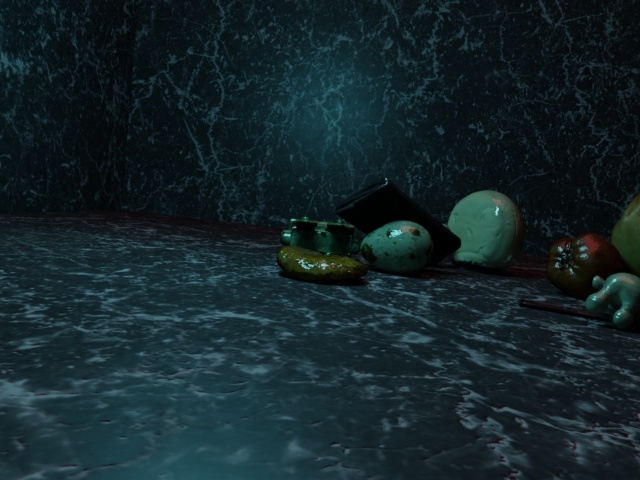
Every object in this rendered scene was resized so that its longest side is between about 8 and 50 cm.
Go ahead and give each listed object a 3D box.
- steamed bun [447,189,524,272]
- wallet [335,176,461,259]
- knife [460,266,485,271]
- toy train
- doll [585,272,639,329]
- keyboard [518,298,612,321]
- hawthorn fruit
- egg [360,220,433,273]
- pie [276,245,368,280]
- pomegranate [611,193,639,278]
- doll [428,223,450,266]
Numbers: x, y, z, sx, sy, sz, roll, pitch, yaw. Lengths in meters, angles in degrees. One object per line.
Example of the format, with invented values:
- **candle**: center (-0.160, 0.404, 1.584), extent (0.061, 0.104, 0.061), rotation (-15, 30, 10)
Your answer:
- **steamed bun**: center (0.662, -0.032, 2.171), extent (0.232, 0.312, 0.333), rotation (12, 2, -29)
- **wallet**: center (0.263, -0.046, 1.851), extent (0.406, 0.062, 0.228), rotation (34, -46, -31)
- **knife**: center (0.586, 0.110, 2.141), extent (0.096, 0.010, 0.027), rotation (8, 4, 31)
- **toy train**: center (0.000, 0.000, 1.856), extent (0.265, 0.145, 0.202), rotation (7, 1, -2)
- **doll**: center (0.706, 0.131, 1.257), extent (0.274, 0.113, 0.154), rotation (5, 20, -46)
- **keyboard**: center (0.583, 0.166, 1.327), extent (0.204, 0.013, 0.061), rotation (9, 6, 25)
- **hawthorn fruit**: center (0.821, 0.085, 1.671), extent (0.243, 0.208, 0.207), rotation (18, 0, -18)
- **egg**: center (0.240, 0.022, 1.753), extent (0.230, 0.169, 0.169), rotation (-5, 2, 11)
- **pie**: center (0.004, 0.065, 1.488), extent (0.273, 0.069, 0.273), rotation (10, 6, -1)
- **pomegranate**: center (1.071, 0.023, 1.641), extent (0.410, 0.412, 0.411), rotation (6, 4, 0)
- **doll**: center (0.357, 0.019, 2.100), extent (0.258, 0.154, 0.228), rotation (13, -38, -20)
